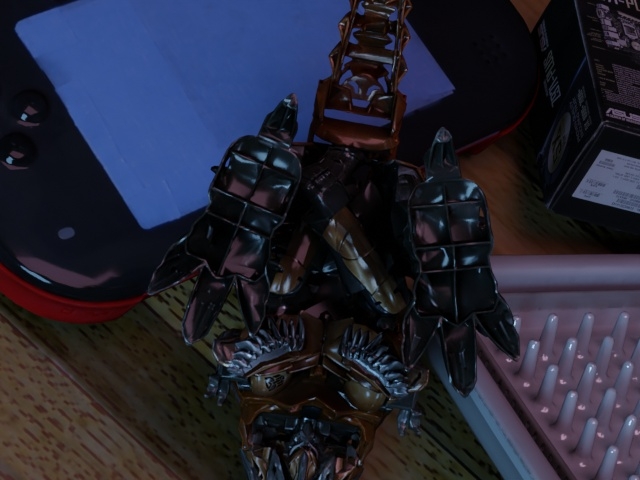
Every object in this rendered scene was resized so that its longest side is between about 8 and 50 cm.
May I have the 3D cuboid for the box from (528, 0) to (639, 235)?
[{"bbox_3d":[0.226,-0.073,1.176,0.180,0.077,0.147,13,43,-17],"label":"box"}]

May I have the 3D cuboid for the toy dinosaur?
[{"bbox_3d":[0.000,0.000,0.971,0.164,0.218,0.322,-11,93,0],"label":"toy dinosaur"}]

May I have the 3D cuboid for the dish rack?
[{"bbox_3d":[0.218,0.123,1.036,0.285,0.072,0.333,-1,34,-23],"label":"dish rack"}]

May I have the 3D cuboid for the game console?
[{"bbox_3d":[-0.085,-0.152,1.119,0.386,0.060,0.342,-25,78,-31],"label":"game console"}]
